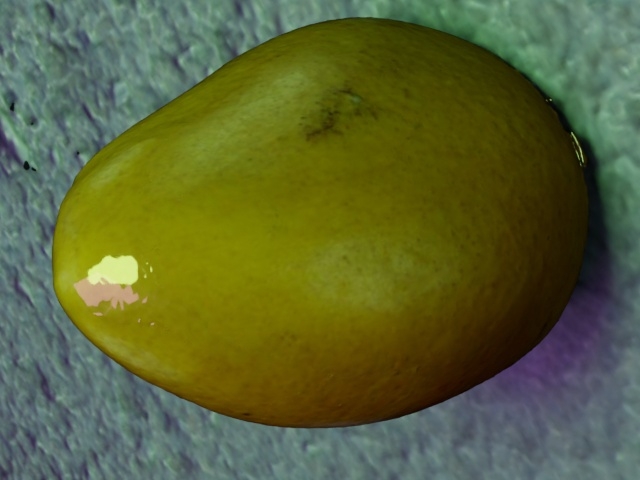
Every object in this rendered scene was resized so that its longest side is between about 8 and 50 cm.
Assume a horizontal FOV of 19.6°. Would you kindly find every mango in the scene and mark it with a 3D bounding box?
[{"bbox_3d":[0.000,0.000,0.827,0.138,0.257,0.187,-28,91,49],"label":"mango"}]
